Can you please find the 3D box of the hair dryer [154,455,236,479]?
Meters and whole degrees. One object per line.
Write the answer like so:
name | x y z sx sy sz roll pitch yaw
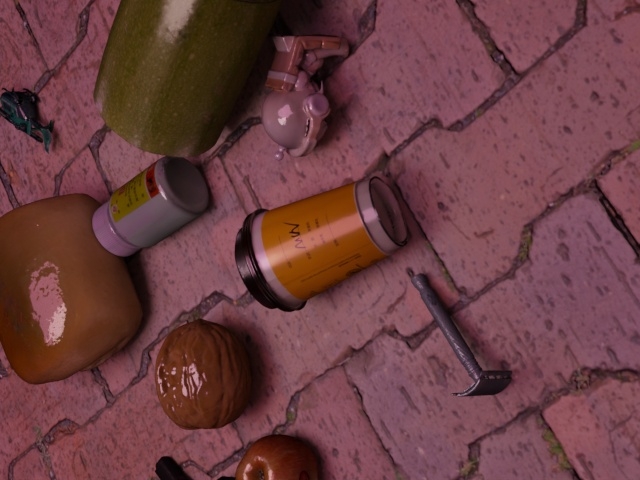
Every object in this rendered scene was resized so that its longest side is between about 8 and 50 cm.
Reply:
hair dryer | -0.262 0.532 1.682 0.251 0.089 0.197 36 111 33

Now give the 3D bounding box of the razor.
razor | 0.216 0.153 1.364 0.068 0.106 0.232 -45 57 25

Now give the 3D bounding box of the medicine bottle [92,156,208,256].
medicine bottle | -0.348 -0.067 1.678 0.225 0.139 0.139 -30 76 30

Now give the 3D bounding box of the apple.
apple | -0.082 0.434 1.528 0.146 0.131 0.146 -3 85 36

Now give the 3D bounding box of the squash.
squash | -0.237 -0.367 1.465 0.263 0.263 0.384 53 135 20

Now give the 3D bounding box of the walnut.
walnut | -0.224 0.256 1.584 0.213 0.213 0.213 1 92 33

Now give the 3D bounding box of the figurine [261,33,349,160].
figurine | -0.033 -0.259 1.485 0.162 0.141 0.236 23 108 60

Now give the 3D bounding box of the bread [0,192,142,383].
bread | -0.570 0.108 1.766 0.348 0.253 0.375 -26 79 28

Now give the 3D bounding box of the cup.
cup | 0.000 0.000 1.436 0.280 0.196 0.196 -25 78 23

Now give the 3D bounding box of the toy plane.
toy plane | -0.701 -0.296 1.950 0.235 0.060 0.096 35 118 31
